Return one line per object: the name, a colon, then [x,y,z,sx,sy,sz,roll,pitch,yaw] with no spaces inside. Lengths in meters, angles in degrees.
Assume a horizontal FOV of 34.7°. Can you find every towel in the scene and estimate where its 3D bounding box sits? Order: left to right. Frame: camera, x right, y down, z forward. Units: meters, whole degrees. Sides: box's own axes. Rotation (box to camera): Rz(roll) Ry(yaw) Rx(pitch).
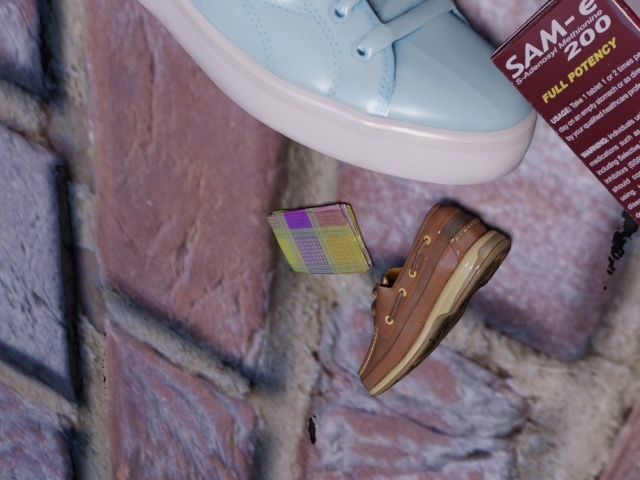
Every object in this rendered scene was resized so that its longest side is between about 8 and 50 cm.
towel: [0.000,0.000,0.791,0.083,0.009,0.060,-5,118,43]

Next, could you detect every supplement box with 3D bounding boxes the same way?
supplement box: [0.208,-0.044,0.494,0.239,0.130,0.073,47,139,-1]

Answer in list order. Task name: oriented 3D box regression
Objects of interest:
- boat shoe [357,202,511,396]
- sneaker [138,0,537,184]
boat shoe: [0.069,0.044,0.732,0.060,0.064,0.178,42,132,14]
sneaker: [-0.021,-0.176,0.581,0.366,0.135,0.150,36,140,11]
